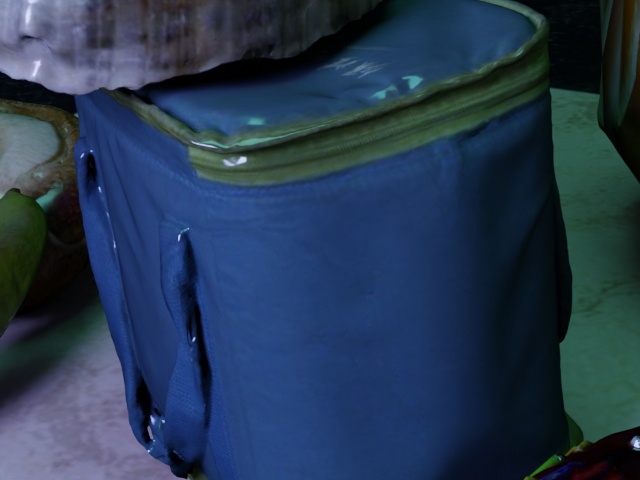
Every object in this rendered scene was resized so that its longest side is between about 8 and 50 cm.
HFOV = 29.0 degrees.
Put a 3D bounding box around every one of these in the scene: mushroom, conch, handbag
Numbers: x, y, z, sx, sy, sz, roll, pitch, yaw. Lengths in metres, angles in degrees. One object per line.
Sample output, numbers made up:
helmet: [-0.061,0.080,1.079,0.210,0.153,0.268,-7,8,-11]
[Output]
mushroom: [-0.251,-0.020,0.848,0.231,0.138,0.194,7,16,1]
conch: [-0.098,-0.170,0.549,0.291,0.159,0.210,-13,26,-14]
handbag: [0.000,0.000,0.629,0.222,0.241,0.263,-19,31,-20]

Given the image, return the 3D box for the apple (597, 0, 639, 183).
apple: [0.337,-0.139,0.769,0.374,0.374,0.384,-3,-1,5]

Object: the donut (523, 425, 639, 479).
donut: [0.166,0.151,0.483,0.235,0.089,0.235,-5,26,2]

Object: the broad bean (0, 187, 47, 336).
broad bean: [-0.240,0.085,0.667,0.075,0.067,0.325,3,48,27]
